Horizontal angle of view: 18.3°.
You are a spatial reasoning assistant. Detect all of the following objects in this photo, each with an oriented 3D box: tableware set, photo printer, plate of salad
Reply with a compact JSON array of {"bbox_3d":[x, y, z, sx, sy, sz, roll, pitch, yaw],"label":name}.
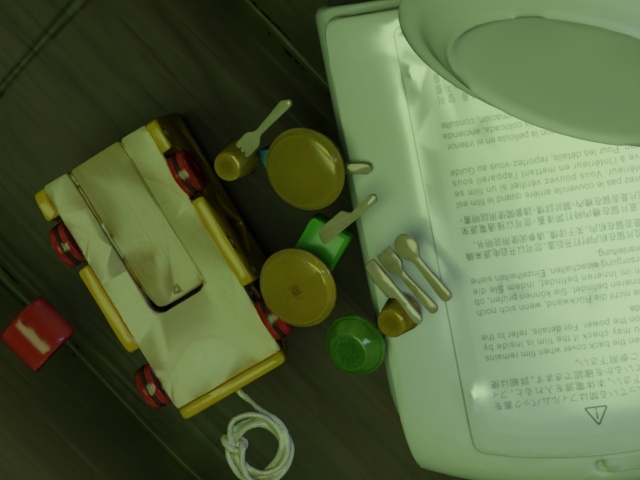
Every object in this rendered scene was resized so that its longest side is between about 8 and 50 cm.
[{"bbox_3d":[0.000,0.000,1.127,0.154,0.024,0.104,49,121,1],"label":"tableware set"},{"bbox_3d":[0.148,-0.008,1.146,0.256,0.107,0.308,-9,103,16],"label":"photo printer"},{"bbox_3d":[0.137,-0.097,0.985,0.199,0.200,0.048,14,73,10],"label":"plate of salad"}]

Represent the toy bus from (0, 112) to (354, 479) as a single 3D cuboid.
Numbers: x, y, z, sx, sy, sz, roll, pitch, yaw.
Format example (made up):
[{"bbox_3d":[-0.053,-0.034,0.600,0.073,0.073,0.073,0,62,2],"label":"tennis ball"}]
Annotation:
[{"bbox_3d":[-0.080,0.021,1.213,0.191,0.104,0.202,16,100,7],"label":"toy bus"}]
